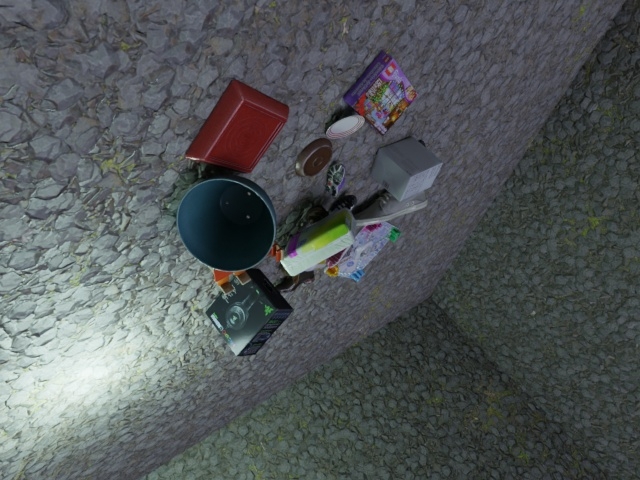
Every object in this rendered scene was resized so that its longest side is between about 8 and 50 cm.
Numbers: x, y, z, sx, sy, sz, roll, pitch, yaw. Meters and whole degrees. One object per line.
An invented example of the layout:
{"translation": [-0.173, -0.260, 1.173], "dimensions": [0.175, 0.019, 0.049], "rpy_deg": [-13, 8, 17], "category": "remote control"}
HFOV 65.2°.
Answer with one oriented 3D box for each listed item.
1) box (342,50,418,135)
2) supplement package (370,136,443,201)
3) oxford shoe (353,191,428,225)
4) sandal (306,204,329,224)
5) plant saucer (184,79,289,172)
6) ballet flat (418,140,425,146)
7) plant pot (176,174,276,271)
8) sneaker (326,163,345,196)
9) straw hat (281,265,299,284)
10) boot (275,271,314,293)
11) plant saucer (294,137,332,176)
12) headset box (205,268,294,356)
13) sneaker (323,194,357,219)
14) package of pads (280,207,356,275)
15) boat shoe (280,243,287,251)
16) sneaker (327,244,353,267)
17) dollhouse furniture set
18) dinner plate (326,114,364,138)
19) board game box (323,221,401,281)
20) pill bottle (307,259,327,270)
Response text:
{"translation": [0.217, -0.502, 1.750], "dimensions": [0.201, 0.057, 0.293], "rpy_deg": [-49, 154, 12], "category": "box"}
{"translation": [0.359, -0.302, 2.107], "dimensions": [0.203, 0.194, 0.149], "rpy_deg": [-25, 150, -32], "category": "supplement package"}
{"translation": [0.309, -0.167, 2.345], "dimensions": [0.450, 0.169, 0.129], "rpy_deg": [-21, 107, -24], "category": "oxford shoe"}
{"translation": [-0.021, -0.112, 2.002], "dimensions": [0.090, 0.060, 0.219], "rpy_deg": [-27, 171, 7], "category": "sandal"}
{"translation": [-0.222, -0.304, 1.439], "dimensions": [0.258, 0.047, 0.259], "rpy_deg": [-52, 153, 18], "category": "plant saucer"}
{"translation": [0.459, -0.369, 2.295], "dimensions": [0.074, 0.074, 0.203], "rpy_deg": [-32, 152, -22], "category": "ballet flat"}
{"translation": [-0.263, -0.078, 1.522], "dimensions": [0.290, 0.290, 0.195], "rpy_deg": [-55, -171, 24], "category": "plant pot"}
{"translation": [0.066, -0.246, 1.949], "dimensions": [0.071, 0.068, 0.169], "rpy_deg": [-47, 168, -29], "category": "sneaker"}
{"translation": [-0.139, 0.125, 2.204], "dimensions": [0.061, 0.144, 0.144], "rpy_deg": [-1, 157, 12], "category": "straw hat"}
{"translation": [-0.126, 0.165, 2.308], "dimensions": [0.219, 0.082, 0.106], "rpy_deg": [-22, 126, -30], "category": "boot"}
{"translation": [-0.017, -0.287, 1.784], "dimensions": [0.169, 0.029, 0.168], "rpy_deg": [-34, 154, -19], "category": "plant saucer"}
{"translation": [-0.283, 0.280, 2.026], "dimensions": [0.283, 0.246, 0.131], "rpy_deg": [-49, 155, 14], "category": "headset box"}
{"translation": [0.079, -0.106, 2.154], "dimensions": [0.234, 0.078, 0.106], "rpy_deg": [-48, 157, 19], "category": "sneaker"}
{"translation": [0.000, 0.000, 1.970], "dimensions": [0.297, 0.101, 0.229], "rpy_deg": [-28, -164, 16], "category": "package of pads"}
{"translation": [-0.140, 0.041, 2.104], "dimensions": [0.125, 0.038, 0.046], "rpy_deg": [-11, 140, -48], "category": "boat shoe"}
{"translation": [0.103, 0.070, 2.470], "dimensions": [0.170, 0.063, 0.075], "rpy_deg": [-52, 148, 8], "category": "sneaker"}
{"translation": [-0.277, 0.067, 1.832], "dimensions": [0.259, 0.135, 0.262], "rpy_deg": [-31, 152, -24], "category": "dollhouse furniture set"}
{"translation": [0.084, -0.396, 1.729], "dimensions": [0.141, 0.017, 0.141], "rpy_deg": [-18, 166, -5], "category": "dinner plate"}
{"translation": [0.237, 0.059, 2.666], "dimensions": [0.390, 0.050, 0.390], "rpy_deg": [-49, 154, 12], "category": "board game box"}
{"translation": [-0.045, 0.083, 2.201], "dimensions": [0.103, 0.103, 0.184], "rpy_deg": [-49, 164, 13], "category": "pill bottle"}
